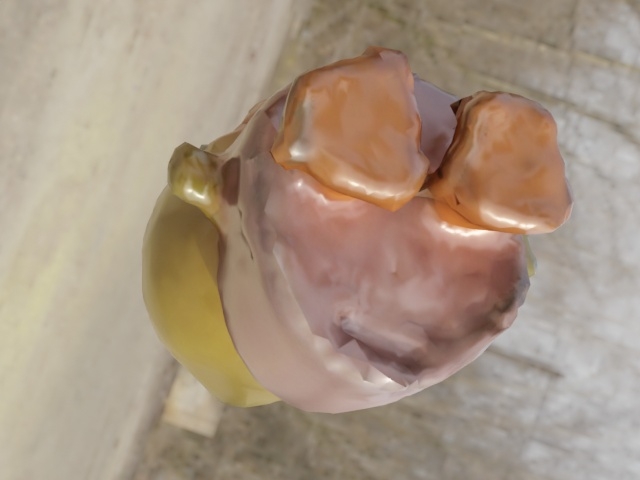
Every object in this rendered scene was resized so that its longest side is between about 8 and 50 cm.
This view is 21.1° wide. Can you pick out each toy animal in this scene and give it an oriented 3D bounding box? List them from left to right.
[{"bbox_3d":[-0.002,0.004,0.864,0.281,0.195,0.169,175,-72,-67],"label":"toy animal"}]
